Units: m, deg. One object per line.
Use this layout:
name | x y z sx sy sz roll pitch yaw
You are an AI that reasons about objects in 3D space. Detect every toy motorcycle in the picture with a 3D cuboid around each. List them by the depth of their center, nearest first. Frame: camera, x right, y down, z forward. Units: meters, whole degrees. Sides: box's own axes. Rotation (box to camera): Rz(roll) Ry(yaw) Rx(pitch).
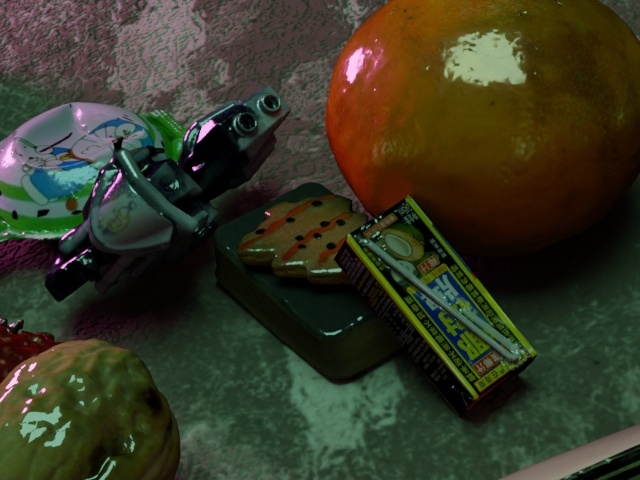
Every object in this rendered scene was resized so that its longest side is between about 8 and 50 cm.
toy motorcycle | -0.126 -0.047 1.496 0.106 0.159 0.270 48 63 2

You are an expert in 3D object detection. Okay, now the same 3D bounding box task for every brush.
brush | 0.003 0.030 1.477 0.123 0.059 0.197 -30 43 -22

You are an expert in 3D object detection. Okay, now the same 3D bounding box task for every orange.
orange | 0.144 -0.113 1.486 0.284 0.226 0.284 -4 25 2

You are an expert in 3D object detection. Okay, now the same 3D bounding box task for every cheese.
cheese | -0.268 -0.045 1.609 0.320 0.083 0.204 -26 41 -22

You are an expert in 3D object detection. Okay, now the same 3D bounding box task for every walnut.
walnut | -0.189 0.163 1.276 0.155 0.155 0.184 12 40 26

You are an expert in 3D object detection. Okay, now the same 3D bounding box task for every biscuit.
biscuit | 0.000 0.000 1.451 0.119 0.019 0.130 -31 43 -27

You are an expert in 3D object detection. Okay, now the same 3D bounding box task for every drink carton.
drink carton | 0.091 0.051 1.374 0.071 0.056 0.165 -34 77 -23

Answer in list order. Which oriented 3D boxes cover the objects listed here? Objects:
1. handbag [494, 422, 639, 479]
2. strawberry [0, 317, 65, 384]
handbag | 0.112 0.238 1.088 0.359 0.160 0.237 -20 7 -13
strawberry | -0.266 0.138 1.380 0.167 0.087 0.208 -16 40 -10
